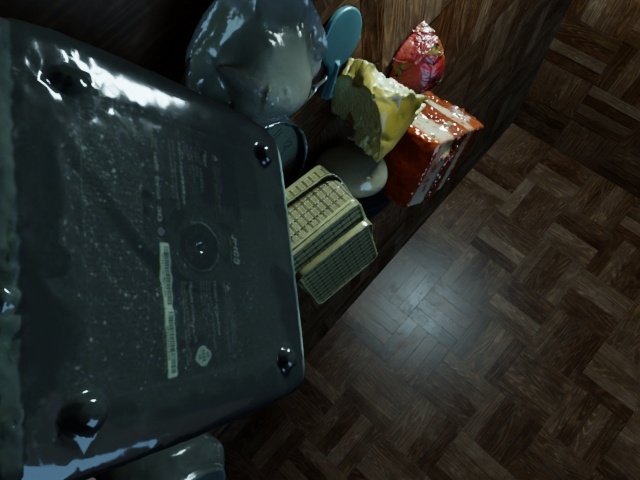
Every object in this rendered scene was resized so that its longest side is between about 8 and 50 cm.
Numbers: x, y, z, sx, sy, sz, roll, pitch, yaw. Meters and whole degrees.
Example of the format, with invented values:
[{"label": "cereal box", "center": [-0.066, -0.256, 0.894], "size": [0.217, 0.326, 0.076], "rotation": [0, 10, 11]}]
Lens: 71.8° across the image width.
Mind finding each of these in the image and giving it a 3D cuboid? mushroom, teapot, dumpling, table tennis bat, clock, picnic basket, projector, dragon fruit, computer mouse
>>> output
[{"label": "mushroom", "center": [0.078, -0.167, 1.224], "size": [0.206, 0.206, 0.209], "rotation": [-2, 103, -66]}, {"label": "teapot", "center": [-0.455, 0.523, 1.072], "size": [0.305, 0.362, 0.376], "rotation": [-54, 151, -2]}, {"label": "dumpling", "center": [-0.109, -0.289, 0.697], "size": [0.293, 0.163, 0.204], "rotation": [-37, 123, -31]}, {"label": "table tennis bat", "center": [0.035, -0.400, 0.958], "size": [0.124, 0.033, 0.201], "rotation": [-31, 151, -41]}, {"label": "clock", "center": [-0.153, -0.139, 0.972], "size": [0.312, 0.061, 0.312], "rotation": [-43, 160, -20]}, {"label": "picnic basket", "center": [0.000, 0.000, 1.109], "size": [0.228, 0.175, 0.313], "rotation": [-38, 150, -7]}, {"label": "projector", "center": [-0.220, 0.024, 0.517], "size": [0.242, 0.395, 0.405], "rotation": [-11, 171, 29]}, {"label": "dragon fruit", "center": [0.274, -0.489, 1.208], "size": [0.120, 0.127, 0.161], "rotation": [-50, 164, -27]}, {"label": "computer mouse", "center": [0.111, -0.106, 1.557], "size": [0.269, 0.100, 0.170], "rotation": [-25, 171, -35]}]

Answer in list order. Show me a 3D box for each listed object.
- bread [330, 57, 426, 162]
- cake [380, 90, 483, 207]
[{"label": "bread", "center": [0.147, -0.358, 1.076], "size": [0.224, 0.184, 0.211], "rotation": [-43, 155, -27]}, {"label": "cake", "center": [0.288, -0.295, 1.366], "size": [0.319, 0.269, 0.270], "rotation": [-35, 156, -42]}]
